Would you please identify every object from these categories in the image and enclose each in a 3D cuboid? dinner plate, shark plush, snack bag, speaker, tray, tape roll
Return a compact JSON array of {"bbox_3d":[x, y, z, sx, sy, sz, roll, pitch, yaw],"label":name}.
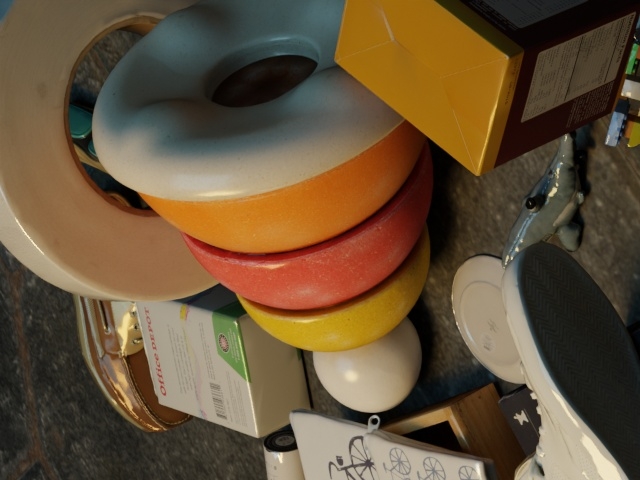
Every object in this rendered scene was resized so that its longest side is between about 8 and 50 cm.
[{"bbox_3d":[0.180,0.083,1.990,0.141,0.017,0.141,32,135,40],"label":"dinner plate"},{"bbox_3d":[0.217,-0.035,1.823,0.073,0.067,0.161,53,143,18],"label":"shark plush"},{"bbox_3d":[0.091,0.346,2.119,0.342,0.037,0.323,12,119,50],"label":"snack bag"},{"bbox_3d":[-0.036,0.302,2.371,0.055,0.055,0.136,20,125,46],"label":"speaker"},{"bbox_3d":[0.196,0.369,2.090,0.203,0.076,0.411,-28,86,56],"label":"tray"},{"bbox_3d":[-0.195,-0.128,2.033,0.072,0.392,0.392,-1,109,54],"label":"tape roll"}]

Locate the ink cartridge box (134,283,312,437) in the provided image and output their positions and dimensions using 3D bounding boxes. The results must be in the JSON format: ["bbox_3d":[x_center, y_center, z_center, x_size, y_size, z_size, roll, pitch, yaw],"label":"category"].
[{"bbox_3d":[-0.120,0.134,2.349,0.212,0.093,0.154,10,117,49],"label":"ink cartridge box"}]

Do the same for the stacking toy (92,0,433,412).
[{"bbox_3d":[0.000,0.000,1.984,0.350,0.350,0.480,23,143,45],"label":"stacking toy"}]

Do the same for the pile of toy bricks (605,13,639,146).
[{"bbox_3d":[0.312,-0.156,1.613,0.105,0.118,0.212,16,119,9],"label":"pile of toy bricks"}]

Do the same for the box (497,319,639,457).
[{"bbox_3d":[0.372,0.209,1.668,0.312,0.179,0.343,-35,81,54],"label":"box"}]

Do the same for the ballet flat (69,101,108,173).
[{"bbox_3d":[-0.265,-0.120,2.426,0.232,0.080,0.073,26,157,46],"label":"ballet flat"}]

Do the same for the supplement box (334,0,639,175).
[{"bbox_3d":[0.153,-0.188,1.706,0.191,0.194,0.129,42,139,30],"label":"supplement box"}]

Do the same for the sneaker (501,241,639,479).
[{"bbox_3d":[0.196,0.156,1.619,0.169,0.108,0.292,-30,86,52],"label":"sneaker"}]

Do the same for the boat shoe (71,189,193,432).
[{"bbox_3d":[-0.241,0.086,2.460,0.120,0.122,0.324,-21,93,52],"label":"boat shoe"}]
